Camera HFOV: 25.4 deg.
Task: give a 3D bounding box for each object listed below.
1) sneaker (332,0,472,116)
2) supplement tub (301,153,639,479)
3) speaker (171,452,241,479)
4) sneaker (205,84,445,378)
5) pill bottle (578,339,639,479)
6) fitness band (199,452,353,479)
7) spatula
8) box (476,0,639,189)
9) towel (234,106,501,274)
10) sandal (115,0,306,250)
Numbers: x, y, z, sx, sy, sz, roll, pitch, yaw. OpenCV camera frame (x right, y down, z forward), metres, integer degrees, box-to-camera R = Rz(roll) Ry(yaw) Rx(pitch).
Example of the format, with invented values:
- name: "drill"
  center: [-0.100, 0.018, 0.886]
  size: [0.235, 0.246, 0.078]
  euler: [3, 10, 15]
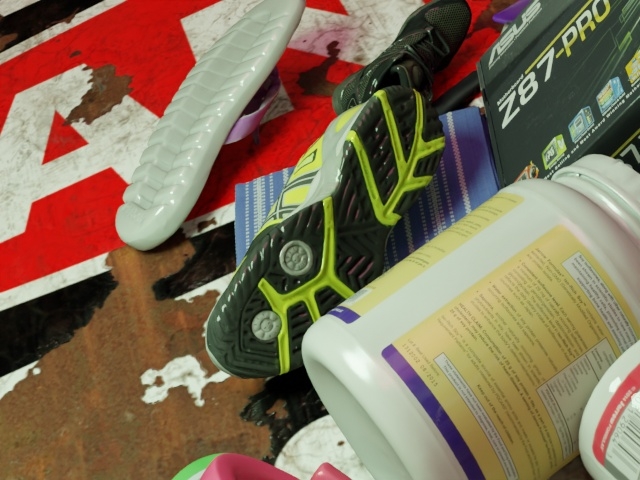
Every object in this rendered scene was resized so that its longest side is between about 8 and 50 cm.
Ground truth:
- name: "sneaker"
  center: [0.127, -0.227, 1.805]
  size: [0.227, 0.087, 0.130]
  euler: [-41, 22, -15]
- name: "supplement tub"
  center: [0.176, 0.093, 1.314]
  size: [0.331, 0.241, 0.241]
  euler: [-34, 40, -12]
- name: "speaker"
  center: [-0.044, 0.319, 1.265]
  size: [0.131, 0.131, 0.296]
  euler: [-32, 39, -9]
- name: "sneaker"
  center: [0.000, 0.000, 1.587]
  size: [0.385, 0.145, 0.147]
  euler: [-53, 16, -22]
- name: "pill bottle"
  center: [0.366, 0.213, 1.128]
  size: [0.176, 0.176, 0.318]
  euler: [-33, 39, -10]
- name: "fitness band"
  center: [0.023, 0.275, 1.195]
  size: [0.291, 0.209, 0.054]
  euler: [34, 105, 11]
- name: "spatula"
  center: [0.219, -0.235, 1.833]
  size: [0.084, 0.030, 0.296]
  euler: [18, 55, 40]
- name: "box"
  center: [0.340, -0.221, 1.542]
  size: [0.395, 0.097, 0.318]
  euler: [-48, 26, 33]
- name: "towel"
  center: [0.059, -0.031, 1.690]
  size: [0.336, 0.040, 0.243]
  euler: [-18, 41, 11]
- name: "sandal"
  center: [-0.133, -0.151, 1.877]
  size: [0.169, 0.102, 0.416]
  euler: [6, 59, 53]
